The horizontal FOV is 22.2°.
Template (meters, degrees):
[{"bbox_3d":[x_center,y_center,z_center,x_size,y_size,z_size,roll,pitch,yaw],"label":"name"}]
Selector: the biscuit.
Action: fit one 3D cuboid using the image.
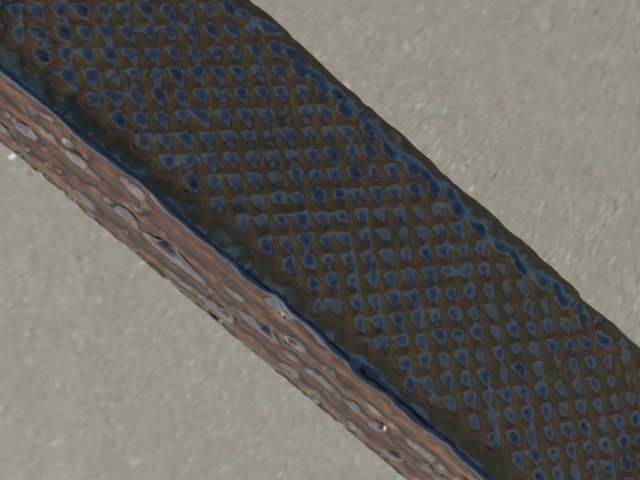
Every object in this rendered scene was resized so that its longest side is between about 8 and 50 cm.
[{"bbox_3d":[0.000,0.000,0.747,0.388,0.107,0.073,41,154,-12],"label":"biscuit"}]
